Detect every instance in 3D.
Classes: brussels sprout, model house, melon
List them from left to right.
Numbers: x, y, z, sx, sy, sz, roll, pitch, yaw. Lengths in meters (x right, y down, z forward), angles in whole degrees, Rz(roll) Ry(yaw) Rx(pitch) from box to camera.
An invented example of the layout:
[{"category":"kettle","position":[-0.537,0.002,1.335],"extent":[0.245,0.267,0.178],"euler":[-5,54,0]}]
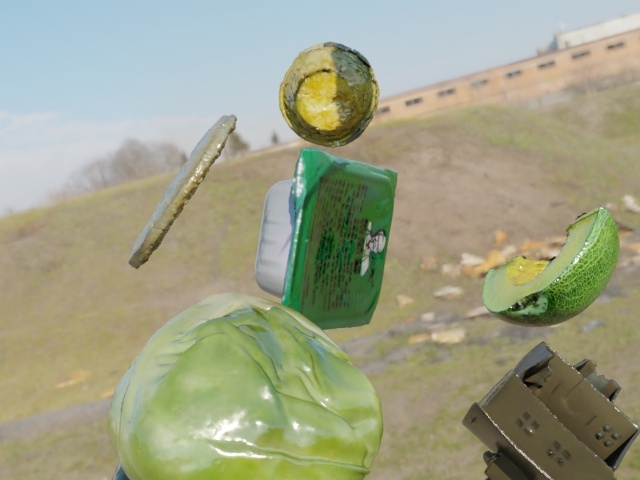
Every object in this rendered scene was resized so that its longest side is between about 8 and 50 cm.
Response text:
[{"category":"brussels sprout","position":[-0.076,0.206,1.134],"extent":[0.247,0.328,0.328],"euler":[-53,-11,22]},{"category":"model house","position":[0.325,0.304,1.482],"extent":[0.204,0.211,0.243],"euler":[-23,-29,-51]},{"category":"melon","position":[0.388,0.082,1.633],"extent":[0.265,0.129,0.169],"euler":[-35,17,43]}]

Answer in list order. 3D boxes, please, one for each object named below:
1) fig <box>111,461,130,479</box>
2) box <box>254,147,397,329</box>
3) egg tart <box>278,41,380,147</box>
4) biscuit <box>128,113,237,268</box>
[{"category":"fig","position":[-0.166,0.370,1.331],"extent":[0.245,0.195,0.195],"euler":[23,8,3]},{"category":"box","position":[0.000,0.000,1.533],"extent":[0.106,0.264,0.337],"euler":[10,2,25]},{"category":"egg tart","position":[0.016,-0.285,1.978],"extent":[0.213,0.212,0.090],"euler":[-14,18,9]},{"category":"biscuit","position":[-0.209,-0.084,1.525],"extent":[0.289,0.038,0.141],"euler":[-58,12,-9]}]
